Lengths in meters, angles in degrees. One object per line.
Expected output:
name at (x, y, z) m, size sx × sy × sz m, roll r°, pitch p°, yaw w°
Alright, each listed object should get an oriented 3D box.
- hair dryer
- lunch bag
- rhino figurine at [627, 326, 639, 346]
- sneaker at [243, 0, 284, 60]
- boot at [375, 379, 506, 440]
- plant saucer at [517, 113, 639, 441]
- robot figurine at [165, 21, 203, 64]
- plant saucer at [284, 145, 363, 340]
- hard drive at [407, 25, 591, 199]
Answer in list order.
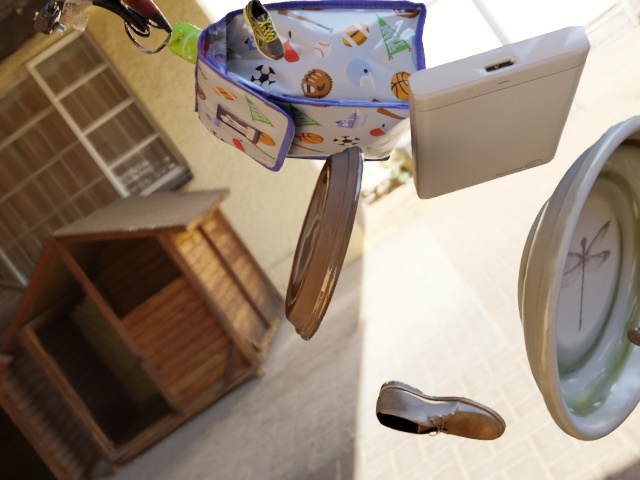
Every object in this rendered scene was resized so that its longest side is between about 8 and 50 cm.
hair dryer at (-0.327, -0.426, 1.379) m, size 0.223 × 0.080 × 0.293 m, roll 4°, pitch -31°, yaw -22°
lunch bag at (-0.031, -0.269, 1.557) m, size 0.385 × 0.239 × 0.328 m, roll 2°, pitch -13°, yaw -8°
rhino figurine at (0.479, 0.125, 1.003) m, size 0.106 × 0.073 × 0.243 m, roll -25°, pitch 16°, yaw -20°
sneaker at (-0.071, -0.262, 1.087) m, size 0.031 × 0.083 × 0.035 m, roll -31°, pitch -3°, yaw -11°
boot at (0.274, 0.422, 2.029) m, size 0.115 × 0.305 × 0.112 m, roll -59°, pitch -21°, yaw -60°
plant saucer at (0.340, 0.042, 1.087) m, size 0.100 × 0.401 × 0.400 m, roll 12°, pitch 39°, yaw 41°
robot figurine at (-0.255, -0.386, 1.717) m, size 0.101 × 0.115 × 0.067 m, roll 25°, pitch -83°, yaw -52°
plant saucer at (0.000, 0.000, 1.211) m, size 0.278 × 0.041 × 0.278 m, roll -166°, pitch 90°, yaw -83°
hard drive at (0.246, -0.170, 1.269) m, size 0.232 × 0.047 × 0.353 m, roll -17°, pitch -19°, yaw 2°
